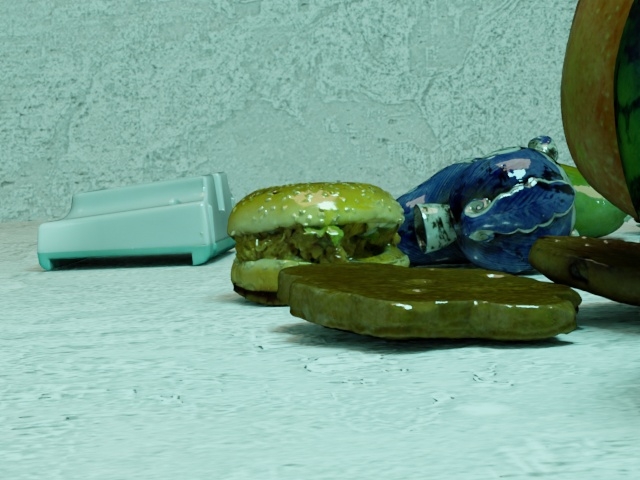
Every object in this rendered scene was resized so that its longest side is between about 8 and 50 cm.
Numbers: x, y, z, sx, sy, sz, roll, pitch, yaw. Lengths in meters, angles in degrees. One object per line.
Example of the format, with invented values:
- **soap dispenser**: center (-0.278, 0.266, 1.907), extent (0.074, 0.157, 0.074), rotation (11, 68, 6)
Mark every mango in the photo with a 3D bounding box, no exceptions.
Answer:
- **mango**: center (0.307, -0.056, 2.245), extent (0.251, 0.114, 0.156), rotation (-1, -3, 36)

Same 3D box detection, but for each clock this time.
- **clock**: center (-0.238, -0.028, 2.221), extent (0.231, 0.116, 0.262), rotation (-3, 3, 6)

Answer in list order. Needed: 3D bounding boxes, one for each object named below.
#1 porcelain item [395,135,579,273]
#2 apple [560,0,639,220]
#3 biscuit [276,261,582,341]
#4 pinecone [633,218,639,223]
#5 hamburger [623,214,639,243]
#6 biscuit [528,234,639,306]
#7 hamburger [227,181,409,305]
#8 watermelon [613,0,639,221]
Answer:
- **porcelain item**: center (0.168, -0.031, 1.851), extent (0.186, 0.138, 0.288), rotation (-14, 5, -13)
- **apple**: center (0.336, -0.117, 1.276), extent (0.319, 0.277, 0.319), rotation (18, 8, -3)
- **biscuit**: center (0.085, 0.051, 1.301), extent (0.208, 0.041, 0.290), rotation (-4, 9, -37)
- **pinecone**: center (0.536, -0.133, 2.279), extent (0.296, 0.242, 0.298), rotation (5, -9, 13)
- **hamburger**: center (0.449, -0.042, 1.944), extent (0.185, 0.113, 0.177), rotation (-1, 5, 14)
- **biscuit**: center (0.275, 0.029, 1.359), extent (0.212, 0.036, 0.212), rotation (9, 8, -1)
- **hamburger**: center (0.003, 0.000, 1.628), extent (0.191, 0.118, 0.182), rotation (0, 4, -40)
- **watermelon**: center (0.333, -0.076, 0.942), extent (0.363, 0.363, 0.363), rotation (-3, 4, 0)
